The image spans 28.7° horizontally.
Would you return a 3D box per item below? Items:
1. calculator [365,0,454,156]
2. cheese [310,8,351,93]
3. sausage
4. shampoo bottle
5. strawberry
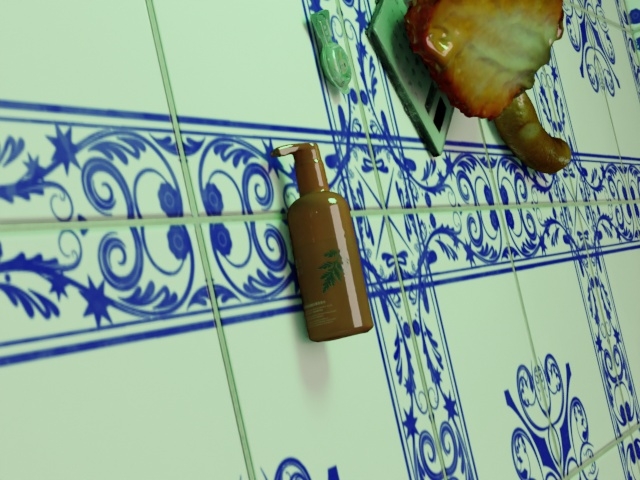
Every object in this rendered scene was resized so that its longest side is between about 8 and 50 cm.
[{"bbox_3d":[0.149,-0.271,2.003,0.261,0.021,0.161,58,32,-30],"label":"calculator"},{"bbox_3d":[0.015,-0.260,1.737,0.067,0.026,0.120,-37,110,-62],"label":"cheese"},{"bbox_3d":[0.399,-0.199,2.378,0.302,0.076,0.103,33,58,-54],"label":"sausage"},{"bbox_3d":[0.002,0.000,1.526,0.085,0.085,0.244,0,75,-62],"label":"shampoo bottle"},{"bbox_3d":[0.243,-0.347,2.026,0.336,0.149,0.265,9,111,-47],"label":"strawberry"}]
